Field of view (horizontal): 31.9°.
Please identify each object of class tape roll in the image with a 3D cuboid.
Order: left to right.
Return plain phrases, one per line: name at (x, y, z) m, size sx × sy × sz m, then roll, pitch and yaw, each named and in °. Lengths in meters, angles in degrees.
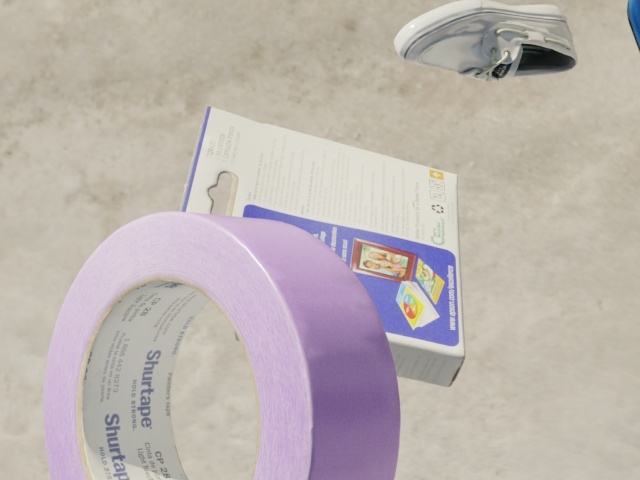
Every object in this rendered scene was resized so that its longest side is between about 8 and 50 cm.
tape roll at (-0.078, 0.119, 0.777) m, size 0.275 × 0.090 × 0.275 m, roll -3°, pitch 86°, yaw 43°

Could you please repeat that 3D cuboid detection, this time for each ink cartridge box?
ink cartridge box at (0.000, 0.000, 1.199) m, size 0.304 × 0.307 × 0.072 m, roll -84°, pitch 8°, yaw -48°

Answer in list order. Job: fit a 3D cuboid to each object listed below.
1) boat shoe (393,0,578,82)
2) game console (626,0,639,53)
boat shoe at (0.189, -0.210, 1.206) m, size 0.076 × 0.226 × 0.083 m, roll 65°, pitch 151°, yaw 23°
game console at (0.376, -0.146, 0.916) m, size 0.173 × 0.250 × 0.293 m, roll -16°, pitch 116°, yaw 24°
